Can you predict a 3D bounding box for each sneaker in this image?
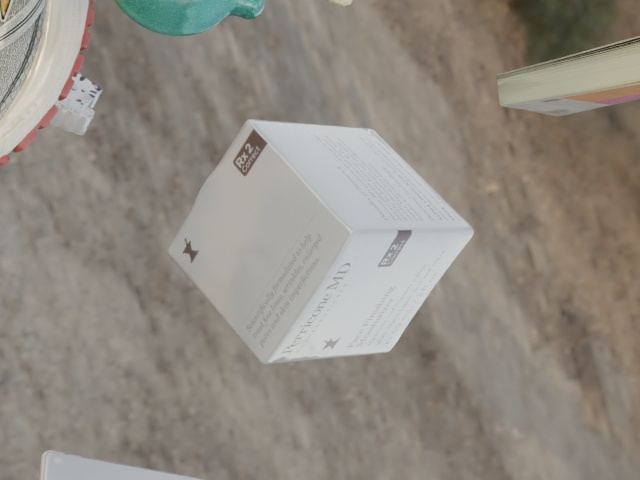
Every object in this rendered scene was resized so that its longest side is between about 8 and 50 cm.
[{"bbox_3d":[-0.160,-0.138,0.851,0.092,0.088,0.225,18,91,-36],"label":"sneaker"}]

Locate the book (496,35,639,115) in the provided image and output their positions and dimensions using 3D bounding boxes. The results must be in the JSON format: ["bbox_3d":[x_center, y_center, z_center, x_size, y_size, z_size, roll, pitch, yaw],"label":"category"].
[{"bbox_3d":[0.212,-0.114,1.247,0.096,0.144,0.035,4,78,-55],"label":"book"}]

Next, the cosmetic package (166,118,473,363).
[{"bbox_3d":[0.000,0.000,1.517,0.183,0.151,0.151,-2,42,-51],"label":"cosmetic package"}]

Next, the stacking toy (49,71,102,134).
[{"bbox_3d":[-0.208,-0.180,1.123,0.221,0.167,0.052,23,33,-15],"label":"stacking toy"}]

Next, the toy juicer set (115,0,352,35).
[{"bbox_3d":[-0.151,-0.301,1.735,0.089,0.329,0.209,130,-50,-65],"label":"toy juicer set"}]

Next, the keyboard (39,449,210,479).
[{"bbox_3d":[-0.058,0.184,1.070,0.256,0.014,0.072,16,59,-32],"label":"keyboard"}]
